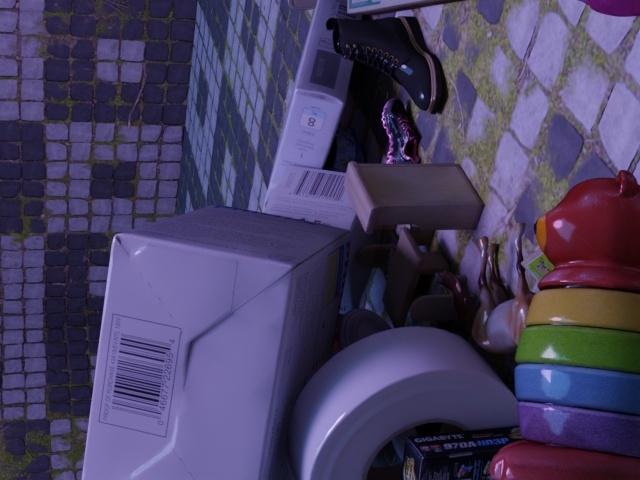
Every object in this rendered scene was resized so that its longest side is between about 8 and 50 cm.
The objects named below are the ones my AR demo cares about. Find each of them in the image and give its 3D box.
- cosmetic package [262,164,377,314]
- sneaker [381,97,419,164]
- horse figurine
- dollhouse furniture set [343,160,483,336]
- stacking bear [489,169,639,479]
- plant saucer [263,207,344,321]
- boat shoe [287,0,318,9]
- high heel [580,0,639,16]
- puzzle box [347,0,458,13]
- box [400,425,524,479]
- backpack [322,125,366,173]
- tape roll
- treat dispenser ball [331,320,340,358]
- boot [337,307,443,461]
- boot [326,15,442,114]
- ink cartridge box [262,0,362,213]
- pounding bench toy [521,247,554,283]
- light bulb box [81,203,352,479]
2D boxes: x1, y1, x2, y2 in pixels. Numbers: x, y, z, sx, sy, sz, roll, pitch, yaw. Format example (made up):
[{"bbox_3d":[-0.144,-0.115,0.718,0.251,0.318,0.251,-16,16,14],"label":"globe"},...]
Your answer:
[{"bbox_3d":[0.000,0.000,1.521,0.184,0.151,0.151,82,-156,-44],"label":"cosmetic package"},{"bbox_3d":[0.129,-0.165,1.446,0.057,0.047,0.119,-17,78,56],"label":"sneaker"},{"bbox_3d":[0.225,0.074,1.113,0.263,0.066,0.174,154,119,-68],"label":"horse figurine"},{"bbox_3d":[0.107,0.018,1.318,0.212,0.161,0.242,-112,27,-48],"label":"dollhouse furniture set"},{"bbox_3d":[0.256,0.082,0.871,0.175,0.164,0.289,38,-122,-74],"label":"stacking bear"},{"bbox_3d":[-0.024,0.041,1.814,0.332,0.084,0.332,174,90,-66],"label":"plant saucer"},{"bbox_3d":[-0.004,-0.546,1.721,0.324,0.116,0.097,123,139,-70],"label":"boat shoe"},{"bbox_3d":[0.298,-0.338,0.885,0.117,0.082,0.244,26,104,35],"label":"high heel"},{"bbox_3d":[0.132,-0.485,1.392,0.409,0.052,0.272,-149,59,-70],"label":"puzzle box"},{"bbox_3d":[0.176,0.330,1.095,0.051,0.175,0.220,-137,48,-65],"label":"box"},{"bbox_3d":[0.033,-0.146,1.666,0.114,0.084,0.105,115,151,-42],"label":"backpack"},{"bbox_3d":[0.104,0.250,1.138,0.100,0.286,0.286,-123,36,-58],"label":"tape roll"},{"bbox_3d":[-0.035,0.262,1.567,0.288,0.288,0.288,179,90,-72],"label":"treat dispenser ball"},{"bbox_3d":[0.119,0.207,1.330,0.258,0.095,0.123,61,159,2],"label":"boot"},{"bbox_3d":[0.092,-0.260,1.389,0.198,0.137,0.077,-109,25,-42],"label":"boot"},{"bbox_3d":[-0.023,-0.198,1.666,0.308,0.091,0.385,-80,5,-45],"label":"ink cartridge box"},{"bbox_3d":[0.270,0.027,0.985,0.083,0.065,0.052,49,152,7],"label":"pounding bench toy"},{"bbox_3d":[-0.121,0.154,1.239,0.361,0.225,0.358,-31,-48,-77],"label":"light bulb box"}]
